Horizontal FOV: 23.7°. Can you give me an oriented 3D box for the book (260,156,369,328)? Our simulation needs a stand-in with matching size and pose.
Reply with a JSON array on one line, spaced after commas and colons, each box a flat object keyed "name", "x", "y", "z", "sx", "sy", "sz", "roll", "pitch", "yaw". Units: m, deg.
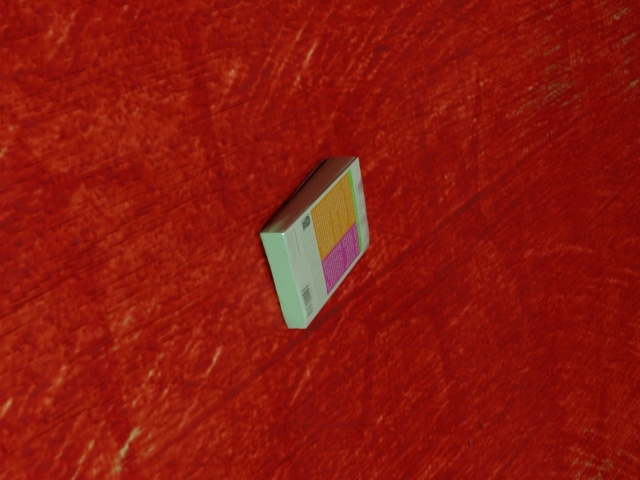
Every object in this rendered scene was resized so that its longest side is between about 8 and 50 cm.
[{"name": "book", "x": 0.000, "y": 0.000, "z": 1.355, "sx": 0.144, "sy": 0.035, "sz": 0.096, "roll": -50, "pitch": 133, "yaw": -51}]
